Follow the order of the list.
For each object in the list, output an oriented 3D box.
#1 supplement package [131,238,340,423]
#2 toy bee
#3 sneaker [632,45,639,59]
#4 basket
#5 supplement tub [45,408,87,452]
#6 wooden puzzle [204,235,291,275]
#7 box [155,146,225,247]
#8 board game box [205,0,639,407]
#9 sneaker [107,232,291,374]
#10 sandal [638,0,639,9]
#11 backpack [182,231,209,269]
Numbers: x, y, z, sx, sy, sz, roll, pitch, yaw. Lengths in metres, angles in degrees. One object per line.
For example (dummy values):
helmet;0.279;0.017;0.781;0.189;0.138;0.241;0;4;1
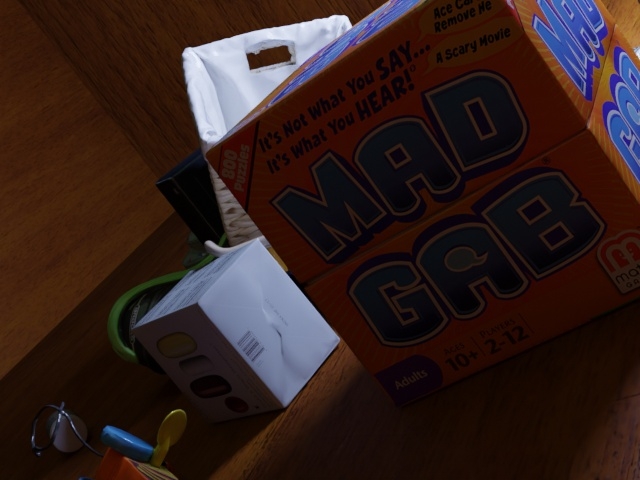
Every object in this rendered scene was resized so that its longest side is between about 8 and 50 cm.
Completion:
supplement package;-0.124;0.136;1.508;0.203;0.194;0.149;-24;19;51
toy bee;-0.235;0.297;1.371;0.195;0.162;0.298;-51;41;10
sneaker;0.496;-0.262;1.496;0.092;0.088;0.225;-22;19;48
basket;-0.057;-0.197;1.907;0.328;0.266;0.331;-14;40;-4
supplement tub;-0.486;0.363;2.009;0.071;0.071;0.107;-41;11;-16
wooden puzzle;0.000;0.000;1.704;0.347;0.081;0.322;-16;-3;-2
box;-0.099;-0.131;2.243;0.395;0.293;0.212;-40;11;-15
board game box;0.166;-0.104;1.188;0.356;0.356;0.356;-31;13;30
sneaker;-0.154;0.094;1.942;0.483;0.185;0.202;-37;41;-17
sandal;0.619;-0.460;1.908;0.120;0.086;0.303;-33;12;18
backpack;-0.234;0.018;2.443;0.188;0.144;0.166;-36;17;21
